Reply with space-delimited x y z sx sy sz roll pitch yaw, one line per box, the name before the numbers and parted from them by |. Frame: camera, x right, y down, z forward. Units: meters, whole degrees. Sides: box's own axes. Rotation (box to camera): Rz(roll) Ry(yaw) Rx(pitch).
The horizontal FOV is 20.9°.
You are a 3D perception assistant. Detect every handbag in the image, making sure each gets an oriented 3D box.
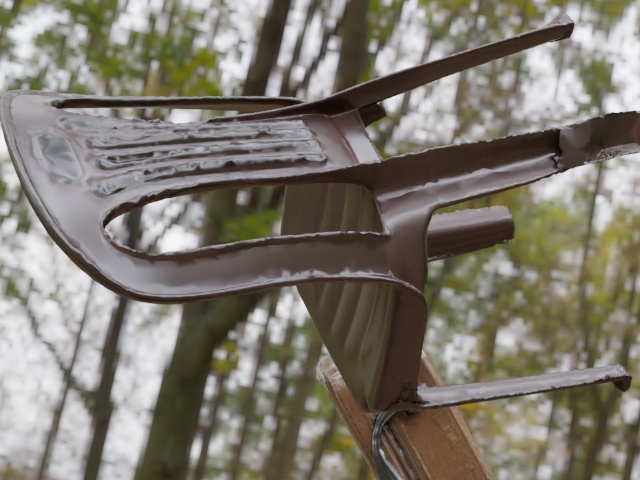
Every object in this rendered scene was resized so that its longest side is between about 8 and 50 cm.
handbag | 0.071 0.154 1.163 0.072 0.193 0.151 -26 -1 -3

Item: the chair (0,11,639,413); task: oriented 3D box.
chair | 0.000 0.000 0.933 0.326 0.175 0.183 -10 -49 -17
